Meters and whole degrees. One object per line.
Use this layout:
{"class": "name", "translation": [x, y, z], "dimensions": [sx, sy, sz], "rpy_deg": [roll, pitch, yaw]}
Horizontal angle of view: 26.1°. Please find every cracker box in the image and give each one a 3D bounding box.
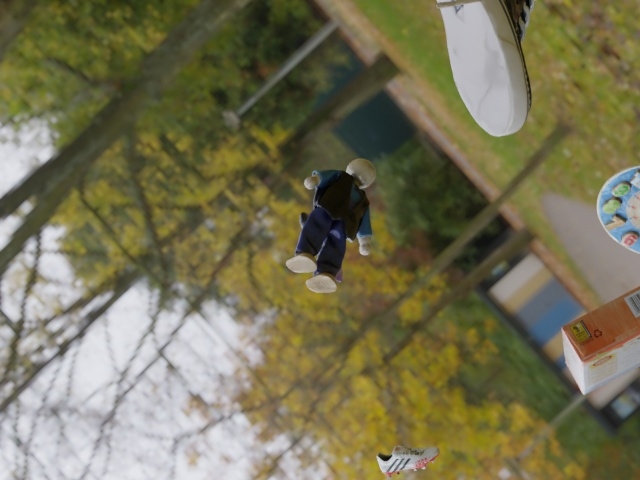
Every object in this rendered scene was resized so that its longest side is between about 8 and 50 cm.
{"class": "cracker box", "translation": [0.451, 0.150, 2.093], "dimensions": [0.067, 0.156, 0.232], "rpy_deg": [63, -179, 22]}

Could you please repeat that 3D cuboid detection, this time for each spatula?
{"class": "spatula", "translation": [0.000, 0.000, 2.308], "dimensions": [0.296, 0.030, 0.084], "rpy_deg": [59, -158, -73]}

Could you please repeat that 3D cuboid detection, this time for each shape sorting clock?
{"class": "shape sorting clock", "translation": [0.554, -0.045, 2.249], "dimensions": [0.206, 0.206, 0.040], "rpy_deg": [46, -140, -21]}

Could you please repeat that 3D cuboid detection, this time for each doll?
{"class": "doll", "translation": [0.023, -0.025, 1.663], "dimensions": [0.129, 0.046, 0.189], "rpy_deg": [46, -131, -28]}

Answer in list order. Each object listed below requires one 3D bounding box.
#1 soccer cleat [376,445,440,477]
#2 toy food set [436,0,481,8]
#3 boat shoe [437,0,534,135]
{"class": "soccer cleat", "translation": [0.109, 0.271, 1.732], "dimensions": [0.035, 0.083, 0.029], "rpy_deg": [60, -153, -15]}
{"class": "toy food set", "translation": [0.163, -0.347, 1.697], "dimensions": [0.019, 0.078, 0.122], "rpy_deg": [13, -111, -79]}
{"class": "boat shoe", "translation": [0.253, -0.314, 1.885], "dimensions": [0.127, 0.158, 0.340], "rpy_deg": [-30, 74, 59]}
